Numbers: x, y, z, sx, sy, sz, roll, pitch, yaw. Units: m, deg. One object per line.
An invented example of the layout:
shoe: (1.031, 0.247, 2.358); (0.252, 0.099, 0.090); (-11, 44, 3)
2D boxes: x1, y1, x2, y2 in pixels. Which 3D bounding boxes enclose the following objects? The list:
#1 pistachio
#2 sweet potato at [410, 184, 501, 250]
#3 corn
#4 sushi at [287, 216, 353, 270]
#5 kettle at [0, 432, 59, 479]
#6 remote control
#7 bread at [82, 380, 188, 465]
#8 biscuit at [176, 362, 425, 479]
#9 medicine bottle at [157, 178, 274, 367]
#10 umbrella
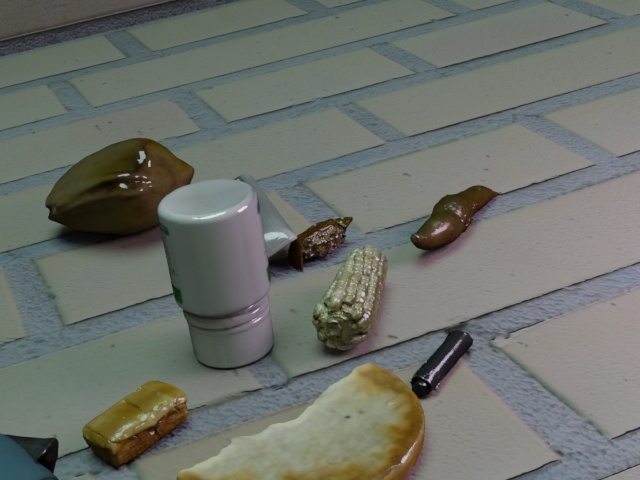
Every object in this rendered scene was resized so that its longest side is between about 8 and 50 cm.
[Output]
pistachio: (-0.351, -0.090, 2.058); (0.260, 0.163, 0.212); (-8, 2, 33)
sweet potato: (0.215, -0.042, 1.883); (0.067, 0.067, 0.274); (9, 26, 32)
corn: (0.046, 0.081, 1.670); (0.087, 0.087, 0.211); (-2, 21, 14)
sushi: (0.000, 0.000, 1.871); (0.120, 0.052, 0.055); (-29, 33, -35)
kettle: (-0.420, 0.321, 1.197); (0.342, 0.247, 0.319); (10, 61, 17)
remote control: (-0.129, -0.037, 1.949); (0.109, 0.055, 0.313); (-36, 28, -2)
bread: (-0.230, 0.227, 1.480); (0.132, 0.053, 0.074); (-30, 33, -34)
biscuit: (0.005, 0.251, 1.375); (0.309, 0.040, 0.204); (-27, 31, -31)
medicine bottle: (-0.135, 0.046, 1.609); (0.139, 0.237, 0.139); (-8, 27, 4)
umbrella: (0.155, 0.158, 1.530); (0.036, 0.031, 0.133); (-22, 13, 41)
